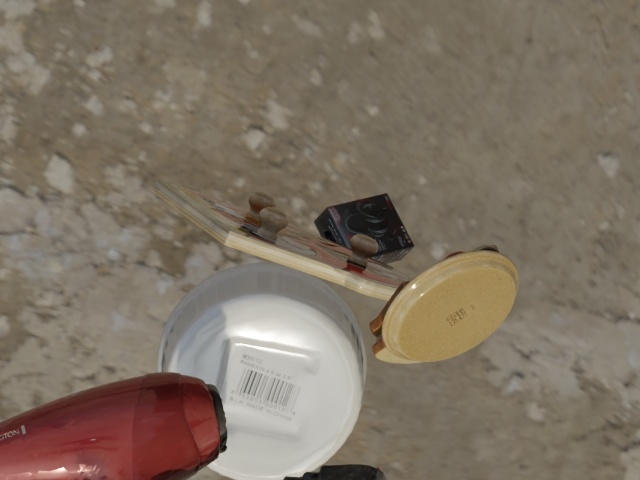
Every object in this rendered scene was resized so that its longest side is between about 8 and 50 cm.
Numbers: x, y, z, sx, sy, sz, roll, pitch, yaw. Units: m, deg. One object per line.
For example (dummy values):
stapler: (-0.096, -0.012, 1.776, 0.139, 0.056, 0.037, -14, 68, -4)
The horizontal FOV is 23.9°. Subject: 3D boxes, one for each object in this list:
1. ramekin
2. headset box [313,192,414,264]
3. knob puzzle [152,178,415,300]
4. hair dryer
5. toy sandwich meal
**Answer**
ramekin: (-0.073, 0.175, 1.929, 0.277, 0.135, 0.277, 0, 100, -3)
headset box: (0.038, -0.005, 1.441, 0.032, 0.083, 0.062, -48, 62, 49)
knob puzzle: (0.000, 0.000, 1.021, 0.213, 0.213, 0.030, 23, 95, 19)
hair dryer: (-0.113, 0.174, 0.987, 0.293, 0.223, 0.080, 16, 128, 15)
toy sandwich meal: (0.062, 0.031, 0.770, 0.085, 0.085, 0.029, -37, 51, 8)
